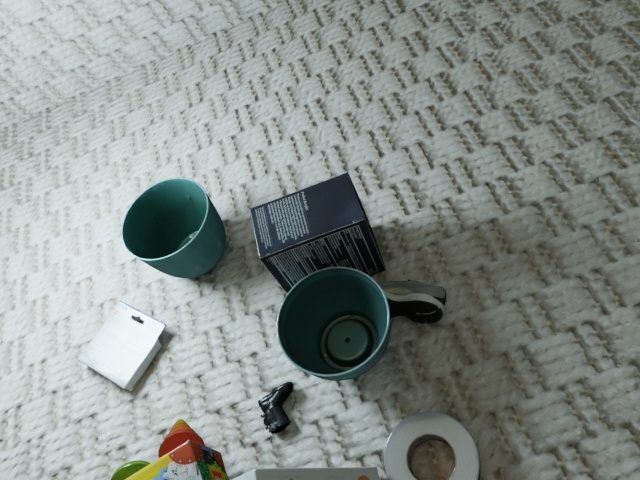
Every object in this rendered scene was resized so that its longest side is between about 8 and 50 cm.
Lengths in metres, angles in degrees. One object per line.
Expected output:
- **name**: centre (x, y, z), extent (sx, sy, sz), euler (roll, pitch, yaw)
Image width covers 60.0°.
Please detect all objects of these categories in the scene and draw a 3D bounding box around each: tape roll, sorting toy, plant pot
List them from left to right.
- **sorting toy**: centre (-0.483, 0.605, 1.513), extent (0.366, 0.127, 0.126), euler (-35, 27, 0)
- **plant pot**: centre (-0.436, -0.015, 1.759), extent (0.293, 0.235, 0.292), euler (-9, 59, 15)
- **plant pot**: centre (0.056, 0.241, 1.464), extent (0.293, 0.196, 0.292), euler (-8, 59, 15)
- **tape roll**: centre (0.264, 0.521, 1.304), extent (0.219, 0.072, 0.219), euler (-8, 59, 14)

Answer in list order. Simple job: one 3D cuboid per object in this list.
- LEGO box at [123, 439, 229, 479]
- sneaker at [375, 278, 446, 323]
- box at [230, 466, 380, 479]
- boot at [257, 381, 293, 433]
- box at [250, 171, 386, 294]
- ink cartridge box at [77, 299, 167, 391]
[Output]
- **LEGO box**: centre (-0.413, 0.767, 1.266), extent (0.500, 0.193, 0.372), euler (-32, 55, -2)
- **sneaker**: centre (0.217, 0.155, 1.534), extent (0.272, 0.100, 0.108), euler (8, 40, 26)
- **box**: centre (-0.031, 0.610, 1.171), extent (0.168, 0.346, 0.214), euler (-40, 47, 36)
- **boot**: centre (-0.108, 0.451, 1.488), extent (0.121, 0.045, 0.099), euler (-35, 53, 5)
- **box**: centre (0.000, 0.000, 1.567), extent (0.294, 0.296, 0.182), euler (-19, 56, 6)
- **ink cartridge box**: centre (-0.611, 0.326, 1.733), extent (0.223, 0.045, 0.223), euler (21, 68, 27)
